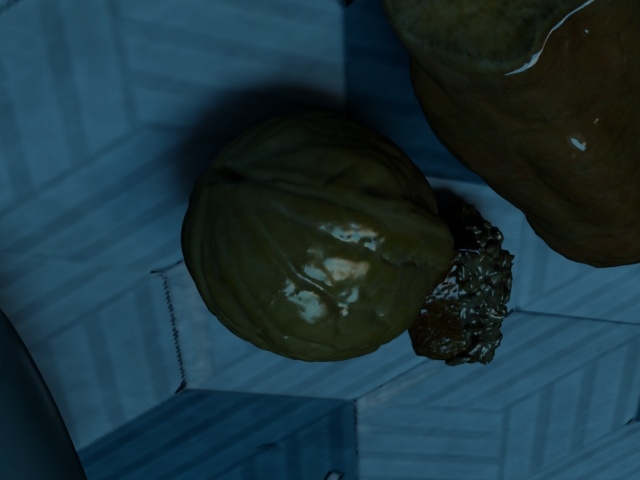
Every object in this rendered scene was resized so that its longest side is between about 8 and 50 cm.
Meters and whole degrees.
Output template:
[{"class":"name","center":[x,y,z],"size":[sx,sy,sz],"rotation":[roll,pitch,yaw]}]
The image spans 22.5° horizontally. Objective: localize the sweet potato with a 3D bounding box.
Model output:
[{"class":"sweet potato","center":[0.093,-0.054,0.641],"size":[0.097,0.097,0.251],"rotation":[-26,142,7]}]

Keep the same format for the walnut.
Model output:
[{"class":"walnut","center":[0.000,0.000,0.663],"size":[0.105,0.105,0.124],"rotation":[-37,143,20]}]

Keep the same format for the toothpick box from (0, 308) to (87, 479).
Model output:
[{"class":"toothpick box","center":[-0.164,0.101,0.692],"size":[0.120,0.120,0.184],"rotation":[-15,141,-8]}]

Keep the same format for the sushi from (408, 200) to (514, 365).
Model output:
[{"class":"sushi","center":[0.065,0.021,0.760],"size":[0.055,0.052,0.120],"rotation":[-7,142,7]}]
